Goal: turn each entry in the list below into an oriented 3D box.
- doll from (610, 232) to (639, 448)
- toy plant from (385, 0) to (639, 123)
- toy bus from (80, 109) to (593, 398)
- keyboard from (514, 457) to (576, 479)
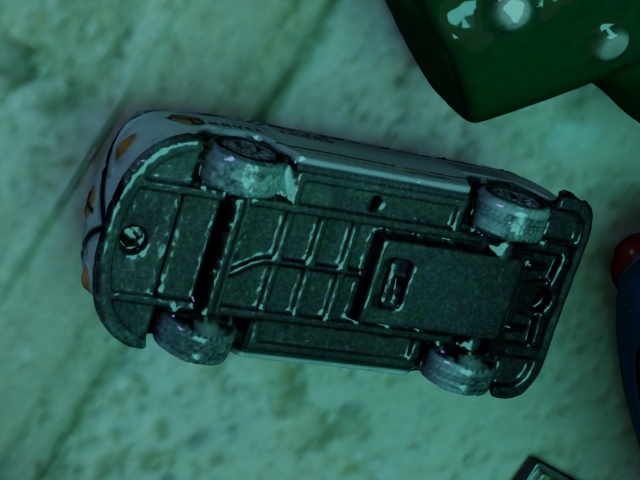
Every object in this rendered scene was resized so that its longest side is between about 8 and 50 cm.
[{"bbox_3d":[0.289,0.038,0.713,0.310,0.240,0.284,-16,159,-3],"label":"doll"},{"bbox_3d":[0.138,-0.141,0.631,0.243,0.112,0.232,-7,119,-16],"label":"toy plant"},{"bbox_3d":[0.000,0.000,0.639,0.194,0.089,0.087,8,109,-27],"label":"toy bus"},{"bbox_3d":[0.147,0.161,0.820,0.176,0.014,0.055,32,92,-32],"label":"keyboard"}]
